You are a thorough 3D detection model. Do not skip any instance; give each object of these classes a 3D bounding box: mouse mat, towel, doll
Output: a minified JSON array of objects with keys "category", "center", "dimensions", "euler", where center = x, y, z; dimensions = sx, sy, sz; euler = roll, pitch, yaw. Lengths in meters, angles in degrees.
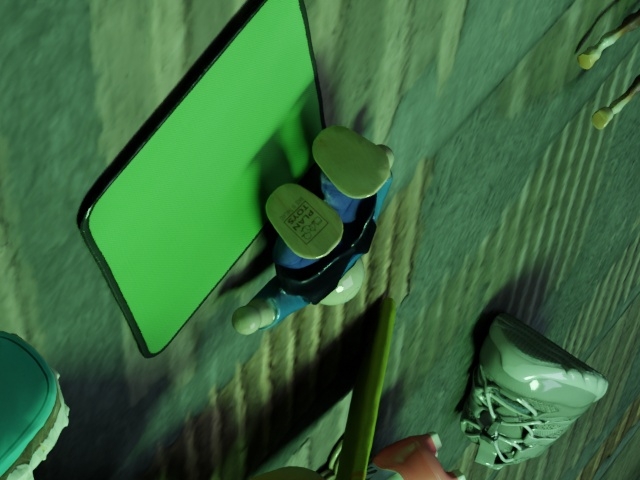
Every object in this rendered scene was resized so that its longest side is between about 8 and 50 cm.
[{"category":"mouse mat","center":[-0.049,-0.030,0.922],"dimensions":[0.153,0.007,0.190],"euler":[-51,161,-15]},{"category":"towel","center":[0.023,0.154,1.242],"dimensions":[0.102,0.021,0.237],"euler":[108,-4,-45]},{"category":"doll","center":[0.000,0.000,1.026],"dimensions":[0.129,0.046,0.189],"euler":[-51,171,-9]}]

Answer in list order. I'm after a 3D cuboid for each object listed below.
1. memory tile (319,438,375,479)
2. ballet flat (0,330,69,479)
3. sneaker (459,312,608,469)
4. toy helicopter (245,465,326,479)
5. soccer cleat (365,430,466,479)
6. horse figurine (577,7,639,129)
[{"category":"memory tile","center":[0.004,0.199,1.461],"dimensions":[0.113,0.012,0.148],"euler":[-53,162,-11]},{"category":"ballet flat","center":[-0.184,0.116,0.702],"dimensions":[0.241,0.091,0.077],"euler":[-36,176,-41]},{"category":"sneaker","center":[0.172,0.145,1.656],"dimensions":[0.115,0.105,0.281],"euler":[-55,163,-6]},{"category":"toy helicopter","center":[-0.115,0.239,1.017],"dimensions":[0.355,0.140,0.235],"euler":[-28,147,-49]},{"category":"soccer cleat","center":[0.055,0.220,1.508],"dimensions":[0.095,0.083,0.248],"euler":[-26,157,-13]},{"category":"horse figurine","center":[0.253,-0.191,1.350],"dimensions":[0.174,0.066,0.263],"euler":[-41,160,-26]}]
